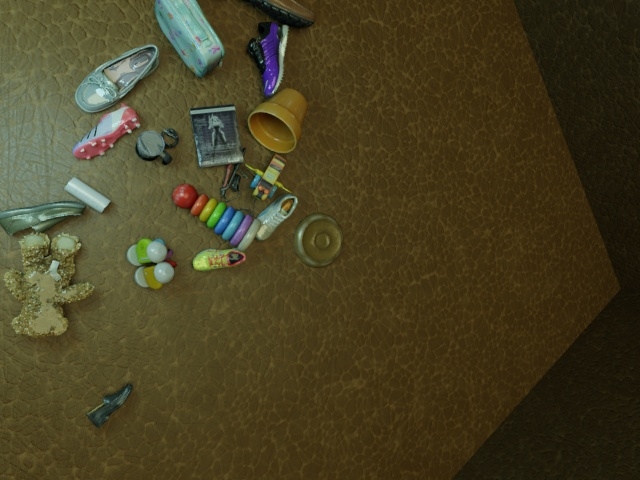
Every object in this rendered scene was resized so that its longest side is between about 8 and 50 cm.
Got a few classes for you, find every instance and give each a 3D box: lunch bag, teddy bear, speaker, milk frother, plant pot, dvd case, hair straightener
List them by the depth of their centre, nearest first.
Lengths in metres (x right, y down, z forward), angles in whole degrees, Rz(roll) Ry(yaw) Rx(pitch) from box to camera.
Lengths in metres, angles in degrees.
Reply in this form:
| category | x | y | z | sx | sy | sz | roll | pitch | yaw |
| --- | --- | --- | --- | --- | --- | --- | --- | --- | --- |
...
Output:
| category | x | y | z | sx | sy | sz | roll | pitch | yaw |
| --- | --- | --- | --- | --- | --- | --- | --- | --- | --- |
| teddy bear | -0.877 | 0.137 | 1.417 | 0.245 | 0.113 | 0.338 | -15 | 91 | -32 |
| speaker | -0.776 | -0.152 | 1.467 | 0.136 | 0.055 | 0.055 | 37 | 77 | -22 |
| lunch bag | -0.443 | -0.714 | 1.511 | 0.108 | 0.224 | 0.279 | -41 | 107 | -18 |
| milk frother | -0.559 | -0.343 | 1.520 | 0.129 | 0.135 | 0.143 | 22 | 83 | -26 |
| dvd case | -0.385 | -0.390 | 1.640 | 0.164 | 0.018 | 0.221 | -10 | 92 | -12 |
| hair straightener | -0.320 | -0.252 | 1.685 | 0.089 | 0.047 | 0.230 | 17 | 79 | -26 |
| plant pot | -0.144 | -0.475 | 1.694 | 0.205 | 0.205 | 0.188 | 40 | 60 | -22 |
| plant pot | 0.000 | 0.000 | 1.863 | 0.236 | 0.032 | 0.236 | -1 | 92 | -26 |

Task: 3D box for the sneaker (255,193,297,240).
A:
| category | x | y | z | sx | sy | sz | roll | pitch | yaw |
| --- | --- | --- | --- | --- | --- | --- | --- | --- | --- |
| sneaker | -0.180 | -0.096 | 1.738 | 0.087 | 0.092 | 0.229 | 42 | 76 | -23 |

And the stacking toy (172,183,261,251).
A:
| category | x | y | z | sx | sy | sz | roll | pitch | yaw |
| --- | --- | --- | --- | --- | --- | --- | --- | --- | --- |
| stacking toy | -0.390 | -0.094 | 1.619 | 0.330 | 0.141 | 0.141 | 31 | 79 | -12 |

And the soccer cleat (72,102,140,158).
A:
| category | x | y | z | sx | sy | sz | roll | pitch | yaw |
| --- | --- | --- | --- | --- | --- | --- | --- | --- | --- |
| soccer cleat | -0.728 | -0.367 | 1.480 | 0.248 | 0.083 | 0.095 | -40 | 79 | -14 |

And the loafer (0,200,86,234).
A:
| category | x | y | z | sx | sy | sz | roll | pitch | yaw |
| --- | --- | --- | --- | --- | --- | --- | --- | --- | --- |
| loafer | -0.884 | -0.072 | 1.407 | 0.251 | 0.094 | 0.087 | -11 | 103 | -16 |

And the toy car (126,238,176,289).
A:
| category | x | y | z | sx | sy | sz | roll | pitch | yaw |
| --- | --- | --- | --- | --- | --- | --- | --- | --- | --- |
| toy car | -0.572 | 0.073 | 1.542 | 0.136 | 0.159 | 0.182 | -31 | 108 | -57 |

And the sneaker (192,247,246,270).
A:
| category | x | y | z | sx | sy | sz | roll | pitch | yaw |
| --- | --- | --- | --- | --- | --- | --- | --- | --- | --- |
| sneaker | -0.374 | 0.069 | 1.650 | 0.208 | 0.094 | 0.081 | -13 | 100 | -23 |

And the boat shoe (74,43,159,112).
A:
| category | x | y | z | sx | sy | sz | roll | pitch | yaw |
| --- | --- | --- | --- | --- | --- | --- | --- | --- | --- |
| boat shoe | -0.676 | -0.550 | 1.472 | 0.320 | 0.103 | 0.118 | -42 | 109 | -18 |

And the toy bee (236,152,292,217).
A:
| category | x | y | z | sx | sy | sz | roll | pitch | yaw |
| --- | --- | --- | --- | --- | --- | --- | --- | --- | --- |
| toy bee | -0.200 | -0.206 | 1.677 | 0.195 | 0.162 | 0.298 | 9 | 84 | -17 |

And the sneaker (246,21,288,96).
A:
| category | x | y | z | sx | sy | sz | roll | pitch | yaw |
| --- | --- | --- | --- | --- | --- | --- | --- | --- | --- |
| sneaker | -0.217 | -0.703 | 1.698 | 0.146 | 0.102 | 0.293 | 9 | 84 | -21 |

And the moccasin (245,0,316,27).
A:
| category | x | y | z | sx | sy | sz | roll | pitch | yaw |
| --- | --- | --- | --- | --- | --- | --- | --- | --- | --- |
| moccasin | -0.185 | -0.947 | 1.685 | 0.380 | 0.139 | 0.147 | 21 | 92 | -16 |

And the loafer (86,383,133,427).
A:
| category | x | y | z | sx | sy | sz | roll | pitch | yaw |
| --- | --- | --- | --- | --- | --- | --- | --- | --- | --- |
| loafer | -0.727 | 0.561 | 1.521 | 0.061 | 0.062 | 0.170 | 47 | 72 | -15 |
